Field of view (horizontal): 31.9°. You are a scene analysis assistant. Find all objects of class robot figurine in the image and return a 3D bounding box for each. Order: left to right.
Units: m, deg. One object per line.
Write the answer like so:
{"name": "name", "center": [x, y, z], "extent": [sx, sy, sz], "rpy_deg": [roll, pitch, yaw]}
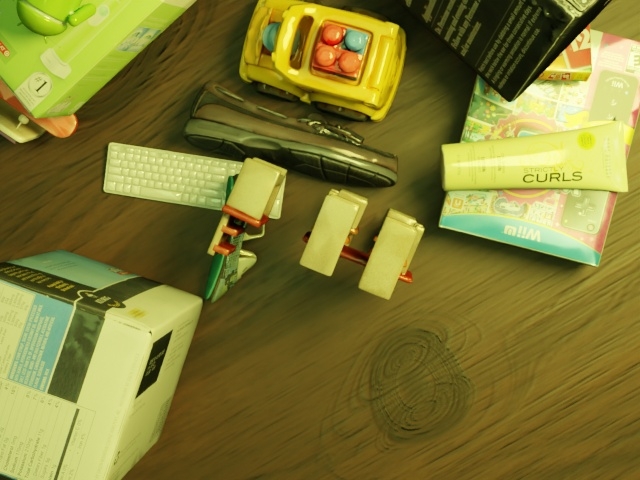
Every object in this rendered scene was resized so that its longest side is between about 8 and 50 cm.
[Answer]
{"name": "robot figurine", "center": [-0.320, -0.296, 1.343], "extent": [0.101, 0.067, 0.115], "rpy_deg": [34, 102, 10]}

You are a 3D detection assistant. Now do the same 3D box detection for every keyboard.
{"name": "keyboard", "center": [-0.179, -0.085, 1.590], "extent": [0.256, 0.014, 0.072], "rpy_deg": [9, 93, 3]}

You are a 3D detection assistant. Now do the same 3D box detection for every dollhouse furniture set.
{"name": "dollhouse furniture set", "center": [0.000, 0.000, 1.461], "extent": [0.259, 0.262, 0.135], "rpy_deg": [22, 96, 2]}

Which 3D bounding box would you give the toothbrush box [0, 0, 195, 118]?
{"name": "toothbrush box", "center": [-0.309, -0.324, 1.433], "extent": [0.283, 0.122, 0.206], "rpy_deg": [-41, 90, 13]}

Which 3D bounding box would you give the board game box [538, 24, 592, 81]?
{"name": "board game box", "center": [0.286, -0.333, 1.466], "extent": [0.124, 0.039, 0.259], "rpy_deg": [2, 70, -2]}

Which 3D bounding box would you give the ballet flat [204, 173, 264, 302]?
{"name": "ballet flat", "center": [-0.113, 0.002, 1.564], "extent": [0.070, 0.070, 0.188], "rpy_deg": [14, 103, 3]}

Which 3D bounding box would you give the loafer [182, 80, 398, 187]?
{"name": "loafer", "center": [-0.034, -0.149, 1.534], "extent": [0.303, 0.109, 0.095], "rpy_deg": [13, 77, 3]}

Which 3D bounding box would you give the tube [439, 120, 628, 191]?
{"name": "tube", "center": [0.275, -0.103, 1.448], "extent": [0.240, 0.062, 0.070], "rpy_deg": [-3, 132, 0]}

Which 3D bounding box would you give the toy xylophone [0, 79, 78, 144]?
{"name": "toy xylophone", "center": [-0.392, -0.300, 1.558], "extent": [0.236, 0.081, 0.322], "rpy_deg": [27, 94, 2]}

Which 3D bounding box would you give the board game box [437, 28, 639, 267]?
{"name": "board game box", "center": [0.303, -0.138, 1.519], "extent": [0.224, 0.097, 0.303], "rpy_deg": [14, 94, 4]}

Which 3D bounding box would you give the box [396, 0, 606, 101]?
{"name": "box", "center": [0.239, -0.516, 1.333], "extent": [0.472, 0.297, 0.480], "rpy_deg": [44, 77, 4]}

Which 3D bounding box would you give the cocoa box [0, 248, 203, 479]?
{"name": "cocoa box", "center": [-0.317, 0.159, 1.442], "extent": [0.228, 0.347, 0.231], "rpy_deg": [19, 94, 3]}

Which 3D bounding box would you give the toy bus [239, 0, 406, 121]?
{"name": "toy bus", "center": [-0.003, -0.249, 1.475], "extent": [0.220, 0.211, 0.149], "rpy_deg": [16, 95, 4]}
